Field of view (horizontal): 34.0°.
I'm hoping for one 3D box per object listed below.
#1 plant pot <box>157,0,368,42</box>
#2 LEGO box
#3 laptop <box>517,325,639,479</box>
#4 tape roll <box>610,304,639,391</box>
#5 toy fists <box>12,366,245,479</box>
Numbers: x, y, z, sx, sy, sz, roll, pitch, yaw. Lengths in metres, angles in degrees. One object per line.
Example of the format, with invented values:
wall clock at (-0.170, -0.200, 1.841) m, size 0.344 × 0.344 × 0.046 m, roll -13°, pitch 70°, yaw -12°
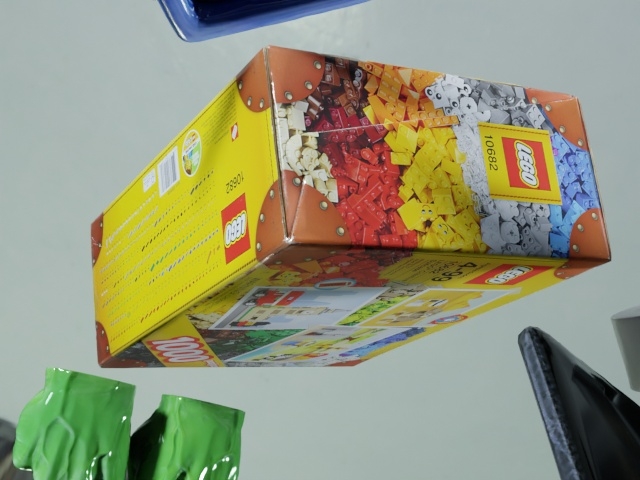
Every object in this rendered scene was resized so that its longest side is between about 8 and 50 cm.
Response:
plant pot at (-0.017, -0.292, 0.625) m, size 0.235 × 0.212 × 0.236 m, roll -13°, pitch 143°, yaw 7°
LEGO box at (0.000, 0.000, 1.171) m, size 0.372 × 0.193 × 0.500 m, roll 3°, pitch 160°, yaw -30°
laptop at (0.182, 0.333, 0.565) m, size 0.236 × 0.408 × 0.382 m, roll -38°, pitch 125°, yaw 24°
tape roll at (0.383, 0.077, 0.956) m, size 0.219 × 0.219 × 0.072 m, roll -16°, pitch 86°, yaw 24°
toy fists at (-0.218, 0.242, 1.212) m, size 0.279 × 0.142 × 0.096 m, roll 20°, pitch 163°, yaw -32°
